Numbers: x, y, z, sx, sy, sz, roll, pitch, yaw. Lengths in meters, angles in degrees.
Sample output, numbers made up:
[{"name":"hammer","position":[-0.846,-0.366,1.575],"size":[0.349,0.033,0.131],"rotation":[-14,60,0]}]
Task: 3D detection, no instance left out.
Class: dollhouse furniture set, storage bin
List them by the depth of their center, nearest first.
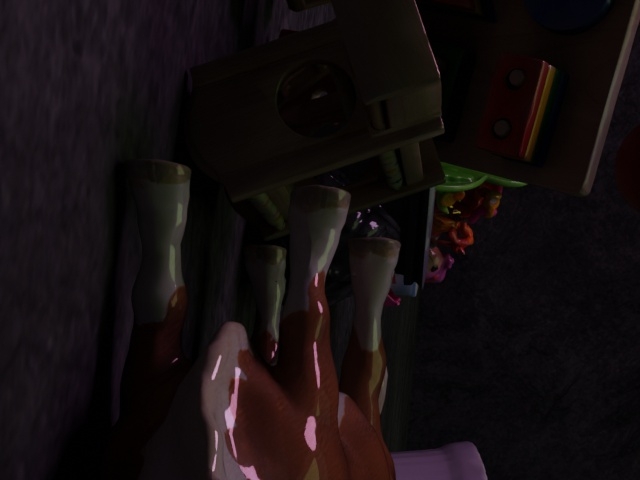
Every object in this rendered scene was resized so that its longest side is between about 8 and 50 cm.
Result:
[{"name":"dollhouse furniture set","position":[-0.021,-0.100,0.604],"size":[0.182,0.101,0.161],"rotation":[60,12,-79]},{"name":"storage bin","position":[0.036,-0.044,1.016],"size":[0.098,0.091,0.135],"rotation":[-65,161,-72]}]

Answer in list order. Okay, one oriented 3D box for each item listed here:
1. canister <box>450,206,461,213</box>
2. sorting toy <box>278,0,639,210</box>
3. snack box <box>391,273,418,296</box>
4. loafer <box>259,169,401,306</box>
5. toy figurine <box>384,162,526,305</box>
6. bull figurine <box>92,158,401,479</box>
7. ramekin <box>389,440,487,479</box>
[{"name":"canister","position":[0.120,-0.112,1.609],"size":[0.126,0.073,0.170],"rotation":[5,90,-40]},{"name":"sorting toy","position":[0.073,-0.104,0.703],"size":[0.046,0.274,0.132],"rotation":[13,94,-57]},{"name":"snack box","position":[0.116,-0.085,1.845],"size":[0.322,0.060,0.187],"rotation":[-71,167,-63]},{"name":"loafer","position":[0.000,0.000,0.872],"size":[0.078,0.076,0.223],"rotation":[-49,178,5]},{"name":"toy figurine","position":[0.084,-0.014,1.278],"size":[0.130,0.173,0.159],"rotation":[-105,-153,-55]},{"name":"bull figurine","position":[-0.024,0.079,0.540],"size":[0.310,0.101,0.189],"rotation":[59,36,-79]},{"name":"ramekin","position":[0.062,0.309,1.212],"size":[0.277,0.135,0.277],"rotation":[180,-90,-87]}]
